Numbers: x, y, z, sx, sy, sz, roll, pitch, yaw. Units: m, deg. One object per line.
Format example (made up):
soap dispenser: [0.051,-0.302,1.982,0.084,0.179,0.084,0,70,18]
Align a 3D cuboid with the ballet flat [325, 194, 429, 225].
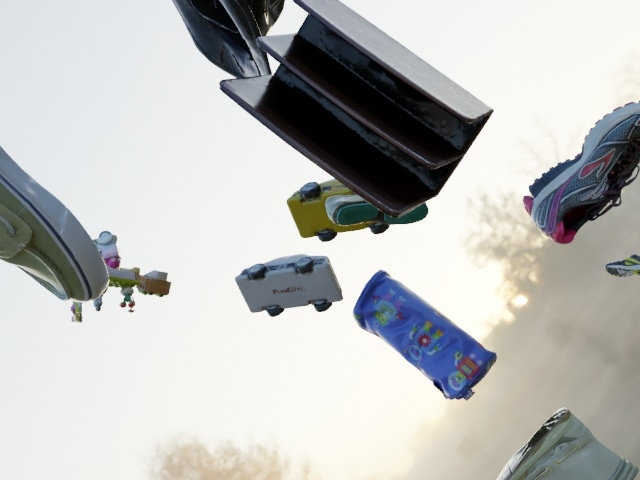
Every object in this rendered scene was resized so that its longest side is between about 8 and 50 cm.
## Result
ballet flat: [0.086,-0.055,1.636,0.168,0.052,0.057,-1,-61,-25]

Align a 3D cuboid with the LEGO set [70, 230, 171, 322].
LEGO set: [-0.334,0.079,1.692,0.132,0.107,0.287,-10,-19,8]

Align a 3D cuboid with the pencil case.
pencil case: [0.199,0.191,2.114,0.133,0.306,0.119,-54,-16,8]

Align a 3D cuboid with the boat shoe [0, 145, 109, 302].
boat shoe: [-0.338,-0.032,1.079,0.109,0.302,0.094,-3,44,49]

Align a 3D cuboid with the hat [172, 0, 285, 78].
hat: [-0.134,-0.388,1.656,0.134,0.331,0.331,-42,-16,-14]

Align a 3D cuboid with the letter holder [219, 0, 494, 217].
letter holder: [0.045,-0.187,1.426,0.152,0.301,0.214,-58,-13,23]

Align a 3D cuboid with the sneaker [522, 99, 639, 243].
sneaker: [0.492,-0.114,1.836,0.120,0.112,0.299,27,-65,-38]

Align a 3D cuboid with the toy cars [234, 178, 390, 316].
toy cars: [0.000,0.000,1.825,0.394,0.176,0.087,-54,6,38]

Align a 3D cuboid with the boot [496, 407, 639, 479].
boot: [0.384,0.393,1.715,0.213,0.165,0.077,-52,-1,17]

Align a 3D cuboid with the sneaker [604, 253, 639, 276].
sneaker: [0.543,0.043,1.885,0.031,0.083,0.035,76,-163,-56]
